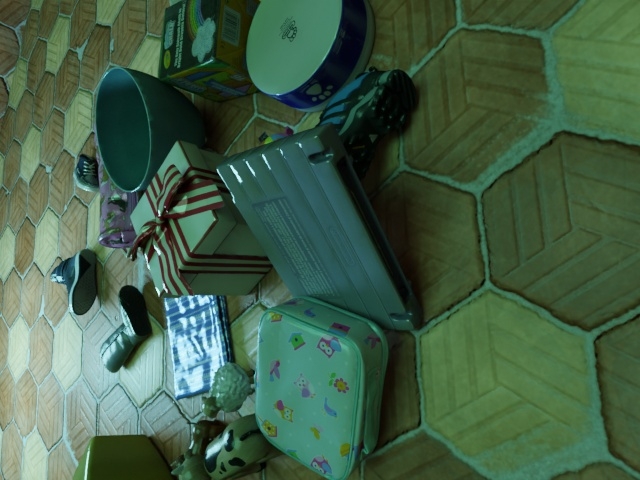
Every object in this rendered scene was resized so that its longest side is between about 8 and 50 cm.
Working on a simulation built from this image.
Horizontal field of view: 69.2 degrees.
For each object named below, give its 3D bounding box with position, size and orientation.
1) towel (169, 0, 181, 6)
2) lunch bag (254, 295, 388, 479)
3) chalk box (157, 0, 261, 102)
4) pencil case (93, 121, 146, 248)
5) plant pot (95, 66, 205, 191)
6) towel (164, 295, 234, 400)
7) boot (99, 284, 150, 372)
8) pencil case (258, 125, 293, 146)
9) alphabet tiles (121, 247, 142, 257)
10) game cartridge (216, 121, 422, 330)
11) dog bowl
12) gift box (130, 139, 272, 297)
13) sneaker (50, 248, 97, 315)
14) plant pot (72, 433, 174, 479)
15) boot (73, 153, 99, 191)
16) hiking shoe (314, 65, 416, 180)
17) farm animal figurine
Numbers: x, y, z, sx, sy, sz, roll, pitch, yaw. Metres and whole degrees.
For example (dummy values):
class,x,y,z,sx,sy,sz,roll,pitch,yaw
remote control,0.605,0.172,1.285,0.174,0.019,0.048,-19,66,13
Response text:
class,x,y,z,sx,sy,sz,roll,pitch,yaw
towel,-0.317,-0.662,1.221,0.187,0.049,0.282,-21,71,16
lunch bag,0.002,0.249,0.789,0.224,0.108,0.279,14,110,30
chalk box,-0.257,-0.447,1.094,0.289,0.179,0.180,4,88,42
pencil case,-0.552,-0.165,1.311,0.160,0.167,0.386,-10,76,6
plant pot,-0.410,-0.277,1.171,0.290,0.195,0.290,13,109,42
towel,-0.316,0.206,1.149,0.243,0.040,0.336,-27,68,36
boot,-0.582,0.260,1.359,0.208,0.076,0.190,-45,56,35
pencil case,-0.045,-0.117,0.921,0.104,0.104,0.236,-47,58,26
alphabet tiles,-0.605,-0.125,1.459,0.342,0.011,0.285,38,108,37
game cartridge,0.000,0.000,0.756,0.230,0.068,0.355,-4,124,43
dog bowl,-0.027,-0.403,0.937,0.264,0.104,0.265,-6,80,40
gift box,-0.220,-0.027,0.952,0.255,0.258,0.276,-53,54,23
sneaker,-0.835,0.156,1.560,0.163,0.086,0.226,-19,62,26
plant pot,-0.519,0.615,1.172,0.212,0.212,0.187,-59,40,18
boot,-0.810,-0.237,1.610,0.190,0.069,0.086,34,109,40
hiking shoe,0.036,-0.179,0.831,0.304,0.113,0.132,-46,37,-3
farm animal figurine,-0.185,0.461,0.913,0.330,0.172,0.327,44,112,35
